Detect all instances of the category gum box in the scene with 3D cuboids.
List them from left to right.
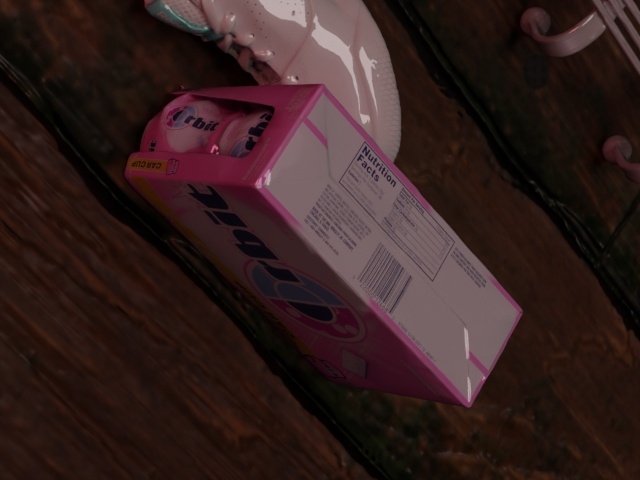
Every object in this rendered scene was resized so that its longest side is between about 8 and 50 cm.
[{"bbox_3d":[0.000,0.000,0.788,0.188,0.107,0.062,47,64,-33],"label":"gum box"}]

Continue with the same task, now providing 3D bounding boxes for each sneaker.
[{"bbox_3d":[-0.037,-0.114,0.777,0.094,0.080,0.212,-31,103,-29],"label":"sneaker"}]

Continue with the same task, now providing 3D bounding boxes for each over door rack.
[{"bbox_3d":[0.237,-0.225,0.955,0.324,0.108,0.239,-43,121,-6],"label":"over door rack"}]
